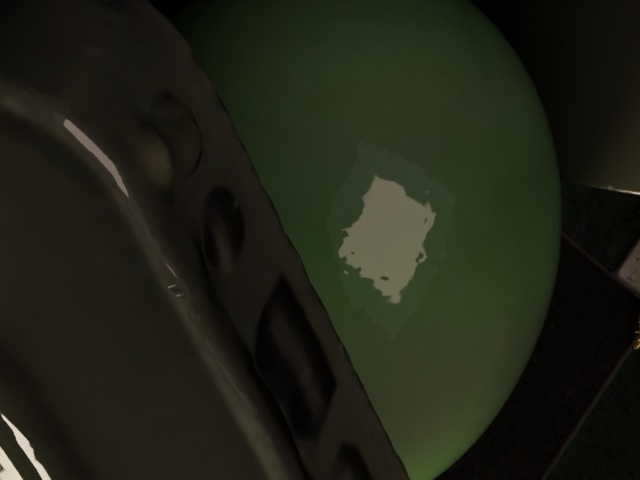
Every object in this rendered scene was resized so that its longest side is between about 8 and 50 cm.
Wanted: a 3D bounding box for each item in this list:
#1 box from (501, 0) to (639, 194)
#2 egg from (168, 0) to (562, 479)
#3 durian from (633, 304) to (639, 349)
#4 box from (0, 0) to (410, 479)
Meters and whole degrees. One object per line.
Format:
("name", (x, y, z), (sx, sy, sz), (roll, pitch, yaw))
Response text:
("box", (0.202, -0.129, 0.802), (0.226, 0.226, 0.149), (-15, 114, -26))
("egg", (0.000, 0.000, 0.730), (0.220, 0.220, 0.270), (-6, 121, -29))
("durian", (0.270, -0.005, 0.966), (0.146, 0.102, 0.208), (-17, 111, -19))
("box", (-0.160, 0.112, 0.597), (0.396, 0.396, 0.111), (63, 29, -30))
